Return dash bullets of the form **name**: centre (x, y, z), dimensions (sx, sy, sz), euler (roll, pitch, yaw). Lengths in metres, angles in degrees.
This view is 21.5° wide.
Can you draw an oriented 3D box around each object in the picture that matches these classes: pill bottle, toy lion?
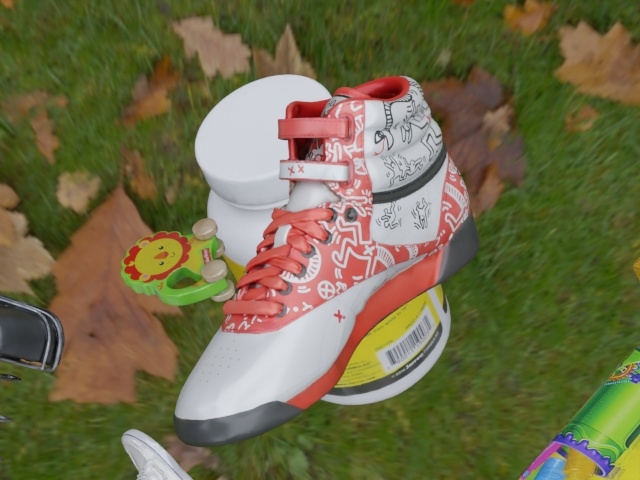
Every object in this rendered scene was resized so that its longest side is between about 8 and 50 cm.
- **pill bottle**: centre (0.000, 0.000, 1.701), dimensions (0.188, 0.334, 0.188), euler (-13, 44, 14)
- **toy lion**: centre (-0.132, 0.024, 1.522), dimensions (0.096, 0.100, 0.034), euler (-19, 129, 0)

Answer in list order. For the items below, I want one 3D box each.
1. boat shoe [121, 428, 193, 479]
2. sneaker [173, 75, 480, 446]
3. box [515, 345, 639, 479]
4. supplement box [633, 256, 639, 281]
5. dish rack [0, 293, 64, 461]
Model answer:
- **boat shoe**: centre (-0.146, 0.209, 1.493), dimensions (0.100, 0.035, 0.035), euler (43, 56, 14)
- **sneaker**: centre (-0.013, 0.000, 1.028), dimensions (0.270, 0.090, 0.145), euler (-38, 117, -37)
- **box**: centre (0.213, 0.263, 0.928), dimensions (0.290, 0.177, 0.279), euler (33, 66, 33)
- **supplement box**: centre (0.385, 0.042, 1.346), dimensions (0.191, 0.129, 0.194), euler (-43, 117, -27)
- **dish rack**: centre (-0.327, 0.163, 1.316), dimensions (0.208, 0.074, 0.271), euler (14, 89, 33)
